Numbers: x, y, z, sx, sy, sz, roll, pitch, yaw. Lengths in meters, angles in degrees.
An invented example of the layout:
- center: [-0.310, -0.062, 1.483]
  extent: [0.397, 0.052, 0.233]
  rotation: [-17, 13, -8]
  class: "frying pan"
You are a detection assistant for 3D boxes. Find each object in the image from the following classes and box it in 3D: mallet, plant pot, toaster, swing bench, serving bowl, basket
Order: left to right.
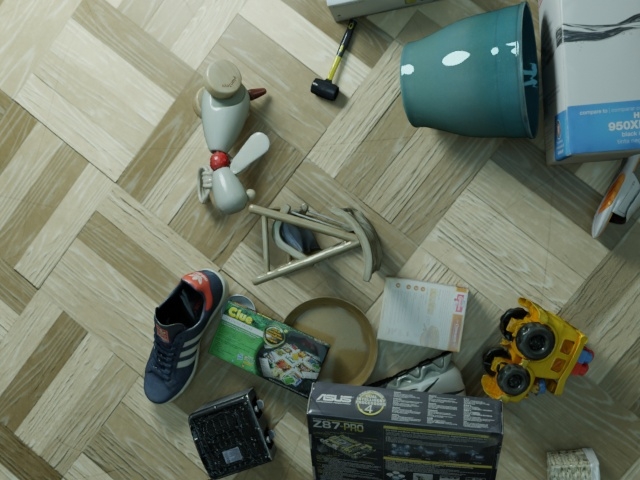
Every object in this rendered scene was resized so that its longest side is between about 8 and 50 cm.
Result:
- center: [-0.207, 0.451, 1.694]
  extent: [0.186, 0.110, 0.168]
  rotation: [-22, 89, 9]
  class: "toaster"
- center: [-0.190, 0.168, 1.721]
  extent: [0.083, 0.027, 0.083]
  rotation: [0, 92, 9]
  class: "serving bowl"
- center: [0.000, 0.000, 1.572]
  extent: [0.255, 0.253, 0.165]
  rotation: [-2, 92, 8]
  class: "swing bench"
- center: [0.016, 0.245, 1.692]
  extent: [0.236, 0.032, 0.236]
  rotation: [0, 93, 9]
  class: "plant pot"
- center: [0.030, -0.414, 1.663]
  extent: [0.062, 0.039, 0.189]
  rotation: [16, 90, 10]
  class: "mallet"
- center: [0.308, -0.338, 1.518]
  extent: [0.255, 0.272, 0.271]
  rotation: [-1, 92, 23]
  class: "plant pot"
- center: [0.549, 0.545, 1.585]
  extent: [0.103, 0.113, 0.167]
  rotation: [-2, 92, 13]
  class: "basket"

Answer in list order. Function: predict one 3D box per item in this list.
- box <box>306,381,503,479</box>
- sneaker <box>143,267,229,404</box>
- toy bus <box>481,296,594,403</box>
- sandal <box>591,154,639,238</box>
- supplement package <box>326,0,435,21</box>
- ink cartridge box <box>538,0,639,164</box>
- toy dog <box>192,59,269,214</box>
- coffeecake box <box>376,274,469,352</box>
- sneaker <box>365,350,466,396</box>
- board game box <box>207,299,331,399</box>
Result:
- center: [0.176, 0.451, 1.562]
  extent: [0.395, 0.097, 0.318]
  rotation: [3, 133, 10]
  class: "box"
- center: [-0.341, 0.222, 1.673]
  extent: [0.131, 0.148, 0.350]
  rotation: [26, 98, 20]
  class: "sneaker"
- center: [0.480, 0.262, 1.579]
  extent: [0.211, 0.149, 0.220]
  rotation: [23, 98, -9]
  class: "toy bus"
- center: [0.659, -0.116, 1.544]
  extent: [0.076, 0.102, 0.265]
  rotation: [26, 94, 9]
  class: "sandal"
- center: [0.133, -0.613, 1.581]
  extent: [0.262, 0.145, 0.204]
  rotation: [-9, 91, 9]
  class: "supplement package"
- center: [0.539, -0.360, 1.457]
  extent: [0.166, 0.285, 0.394]
  rotation: [-4, 92, 10]
  class: "ink cartridge box"
- center: [-0.183, -0.234, 1.641]
  extent: [0.161, 0.220, 0.333]
  rotation: [-6, 100, -23]
  class: "toy dog"
- center: [0.229, 0.163, 1.637]
  extent: [0.185, 0.068, 0.142]
  rotation: [9, 93, 8]
  class: "coffeecake box"
- center: [0.169, 0.376, 1.628]
  extent: [0.331, 0.122, 0.146]
  rotation: [-24, 87, 9]
  class: "sneaker"
- center: [-0.119, 0.250, 1.683]
  extent: [0.260, 0.030, 0.136]
  rotation: [24, 99, 8]
  class: "board game box"
